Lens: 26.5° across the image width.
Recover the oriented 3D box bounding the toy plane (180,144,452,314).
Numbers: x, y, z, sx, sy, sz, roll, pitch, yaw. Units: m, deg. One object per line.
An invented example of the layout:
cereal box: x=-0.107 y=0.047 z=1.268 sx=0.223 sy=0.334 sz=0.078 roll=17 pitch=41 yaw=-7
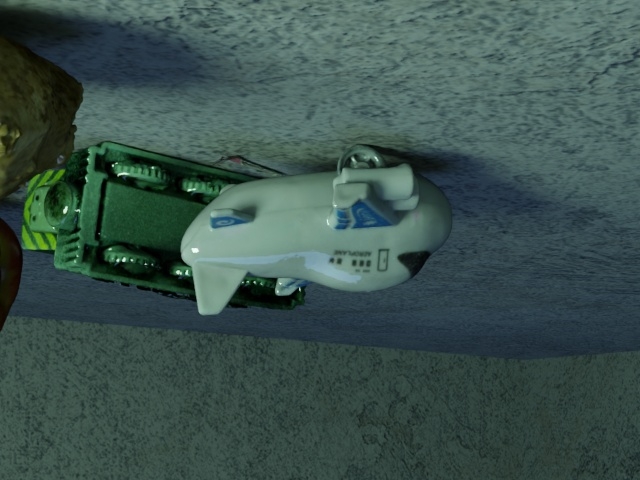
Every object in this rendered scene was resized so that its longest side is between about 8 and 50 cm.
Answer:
toy plane: x=-0.001 y=-0.005 z=1.282 sx=0.267 sy=0.123 sz=0.267 roll=-12 pitch=164 yaw=-3

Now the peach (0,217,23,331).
peach: x=-0.471 y=0.040 z=1.574 sx=0.243 sy=0.199 sz=0.243 roll=4 pitch=168 yaw=1

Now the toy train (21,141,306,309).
toy train: x=-0.161 y=-0.006 z=1.403 sx=0.178 sy=0.138 sz=0.330 roll=0 pitch=171 yaw=45

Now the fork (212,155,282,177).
fork: x=-0.070 y=-0.073 z=1.339 sx=0.016 sy=0.012 sz=0.115 roll=2 pitch=177 yaw=32

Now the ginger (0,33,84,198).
ginger: x=-0.349 y=-0.124 z=0.908 sx=0.375 sy=0.166 sz=0.236 roll=26 pitch=-154 yaw=-3
